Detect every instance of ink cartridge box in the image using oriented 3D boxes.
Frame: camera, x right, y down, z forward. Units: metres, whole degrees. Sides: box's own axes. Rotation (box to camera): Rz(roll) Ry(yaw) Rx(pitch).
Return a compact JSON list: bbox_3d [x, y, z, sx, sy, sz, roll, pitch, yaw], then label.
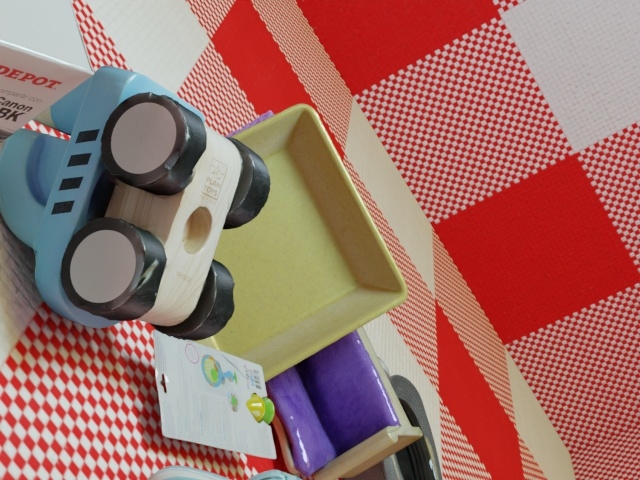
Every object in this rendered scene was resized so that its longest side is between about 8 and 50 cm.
[{"bbox_3d":[-0.360,-0.138,0.938,0.197,0.273,0.114,10,53,-59],"label":"ink cartridge box"}]

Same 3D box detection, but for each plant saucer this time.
[{"bbox_3d":[-0.089,0.017,1.627,0.333,0.333,0.081,62,-18,-2],"label":"plant saucer"}]

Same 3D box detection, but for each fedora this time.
[{"bbox_3d":[0.111,0.377,1.887,0.244,0.124,0.275,18,55,-65],"label":"fedora"}]

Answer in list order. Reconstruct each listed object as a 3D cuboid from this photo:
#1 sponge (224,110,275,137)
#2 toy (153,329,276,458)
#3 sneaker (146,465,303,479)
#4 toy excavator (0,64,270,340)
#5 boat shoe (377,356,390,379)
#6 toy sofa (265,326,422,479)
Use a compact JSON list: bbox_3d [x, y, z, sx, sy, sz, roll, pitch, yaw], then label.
[{"bbox_3d":[-0.090,-0.161,2.147,0.210,0.117,0.031,42,24,-52],"label":"sponge"},{"bbox_3d":[-0.150,0.211,1.454,0.237,0.056,0.137,24,49,-51],"label":"toy"},{"bbox_3d":[-0.100,0.335,1.353,0.319,0.127,0.208,40,6,-26],"label":"sneaker"},{"bbox_3d":[-0.293,-0.133,1.338,0.222,0.445,0.433,27,80,-65],"label":"toy excavator"},{"bbox_3d":[0.039,0.198,2.026,0.267,0.096,0.088,34,36,-43],"label":"boat shoe"},{"bbox_3d":[-0.007,0.181,1.717,0.177,0.150,0.362,18,43,-58],"label":"toy sofa"}]
